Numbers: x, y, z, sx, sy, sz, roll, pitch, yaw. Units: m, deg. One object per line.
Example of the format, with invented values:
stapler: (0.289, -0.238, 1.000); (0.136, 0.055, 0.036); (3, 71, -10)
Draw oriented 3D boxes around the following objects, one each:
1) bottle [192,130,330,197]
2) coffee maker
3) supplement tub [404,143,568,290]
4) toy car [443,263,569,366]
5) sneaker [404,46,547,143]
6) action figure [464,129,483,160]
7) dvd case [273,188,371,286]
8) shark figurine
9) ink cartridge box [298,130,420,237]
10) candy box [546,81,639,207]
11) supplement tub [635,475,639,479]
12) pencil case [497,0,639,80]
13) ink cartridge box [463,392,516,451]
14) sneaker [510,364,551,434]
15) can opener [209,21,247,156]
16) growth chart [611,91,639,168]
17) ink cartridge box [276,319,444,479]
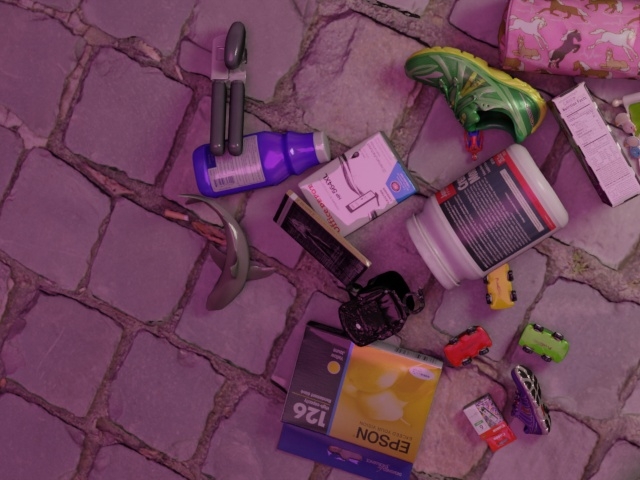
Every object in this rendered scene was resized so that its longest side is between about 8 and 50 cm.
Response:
bottle: (-0.121, -0.168, 1.903); (0.282, 0.092, 0.118); (-12, 89, 12)
coffee maker: (0.138, 0.133, 1.846); (0.171, 0.178, 0.120); (-3, 99, 14)
supplement tub: (0.322, -0.043, 1.780); (0.272, 0.191, 0.191); (-33, 90, 13)
toy car: (0.395, 0.181, 1.865); (0.225, 0.053, 0.239); (25, 102, 7)
sneaker: (0.290, -0.283, 1.777); (0.295, 0.109, 0.124); (27, 79, 14)
action figure: (0.309, -0.219, 1.845); (0.038, 0.030, 0.115); (-3, 98, 7)
dvd case: (0.000, 0.000, 1.875); (0.221, 0.164, 0.018); (42, 69, 3)
shark figurine: (-0.196, 0.019, 1.918); (0.166, 0.116, 0.278); (-9, 107, 9)
ink cartridge box: (0.079, -0.110, 1.874); (0.203, 0.086, 0.148); (-33, 90, 13)
candy box: (0.520, -0.182, 1.739); (0.071, 0.159, 0.233); (-29, 90, 12)
supplement tub: (0.744, 0.513, 1.747); (0.316, 0.228, 0.228); (-35, 89, 14)
pencil case: (0.529, -0.388, 1.712); (0.386, 0.160, 0.167); (7, 106, 11)
ink cartridge box: (0.355, 0.384, 1.910); (0.063, 0.029, 0.115); (-33, 90, 13)
sneaker: (0.415, 0.332, 1.860); (0.071, 0.068, 0.170); (-13, 112, 23)
can opener: (-0.192, -0.309, 1.870); (0.074, 0.093, 0.280); (0, 75, 2)
growth chart: (0.667, -0.187, 1.743); (0.172, 0.021, 0.237); (-21, 101, 43)
ink cartridge box: (0.076, 0.358, 1.945); (0.303, 0.072, 0.307); (15, 98, 9)
